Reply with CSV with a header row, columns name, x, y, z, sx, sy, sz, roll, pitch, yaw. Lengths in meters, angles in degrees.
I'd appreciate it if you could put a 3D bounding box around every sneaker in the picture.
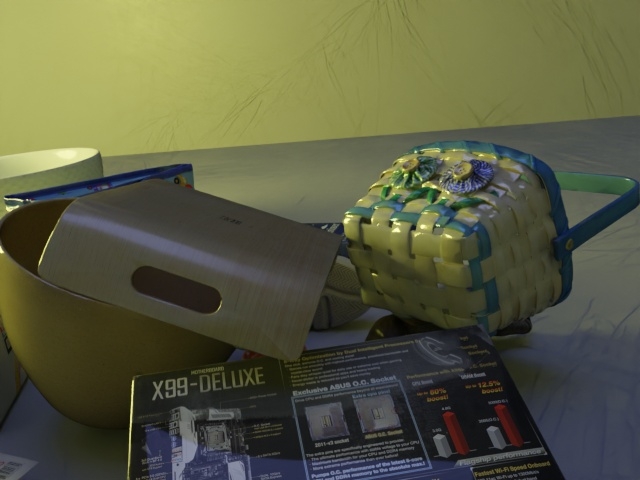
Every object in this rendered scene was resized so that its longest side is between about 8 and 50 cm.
name,x,y,z,sx,sy,sz,roll,pitch,yaw
sneaker,-0.062,0.045,1.083,0.322,0.124,0.180,-1,18,16

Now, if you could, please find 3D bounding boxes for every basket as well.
name,x,y,z,sx,sy,sz,roll,pitch,yaw
basket,0.193,-0.022,0.839,0.289,0.200,0.255,-27,26,-38

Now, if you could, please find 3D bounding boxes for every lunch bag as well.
name,x,y,z,sx,sy,sz,roll,pitch,yaw
lunch bag,-0.295,0.011,1.104,0.138,0.220,0.293,11,24,43

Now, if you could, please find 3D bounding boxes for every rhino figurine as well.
name,x,y,z,sx,sy,sz,roll,pitch,yaw
rhino figurine,0.164,0.111,0.883,0.244,0.073,0.106,-13,21,-27

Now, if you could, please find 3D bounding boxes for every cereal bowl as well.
name,x,y,z,sx,sy,sz,roll,pitch,yaw
cereal bowl,-0.594,-0.086,1.427,0.339,0.141,0.339,-6,17,2

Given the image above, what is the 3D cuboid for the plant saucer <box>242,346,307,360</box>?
name,x,y,z,sx,sy,sz,roll,pitch,yaw
plant saucer,-0.058,0.150,0.925,0.084,0.013,0.083,-5,16,1

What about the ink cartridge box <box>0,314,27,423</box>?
name,x,y,z,sx,sy,sz,roll,pitch,yaw
ink cartridge box,-0.468,0.121,0.885,0.171,0.168,0.232,-8,17,-6

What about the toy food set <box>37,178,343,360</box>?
name,x,y,z,sx,sy,sz,roll,pitch,yaw
toy food set,-0.101,0.022,0.707,0.220,0.092,0.306,18,10,2

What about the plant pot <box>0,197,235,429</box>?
name,x,y,z,sx,sy,sz,roll,pitch,yaw
plant pot,-0.219,0.093,0.803,0.284,0.190,0.284,15,19,-5

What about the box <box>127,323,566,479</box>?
name,x,y,z,sx,sy,sz,roll,pitch,yaw
box,0.015,0.188,0.533,0.308,0.076,0.242,-8,37,-7

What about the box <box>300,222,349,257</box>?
name,x,y,z,sx,sy,sz,roll,pitch,yaw
box,0.000,0.000,1.372,0.226,0.036,0.136,-2,17,16

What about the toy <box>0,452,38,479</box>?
name,x,y,z,sx,sy,sz,roll,pitch,yaw
toy,-0.407,0.238,0.675,0.238,0.056,0.137,4,15,13
